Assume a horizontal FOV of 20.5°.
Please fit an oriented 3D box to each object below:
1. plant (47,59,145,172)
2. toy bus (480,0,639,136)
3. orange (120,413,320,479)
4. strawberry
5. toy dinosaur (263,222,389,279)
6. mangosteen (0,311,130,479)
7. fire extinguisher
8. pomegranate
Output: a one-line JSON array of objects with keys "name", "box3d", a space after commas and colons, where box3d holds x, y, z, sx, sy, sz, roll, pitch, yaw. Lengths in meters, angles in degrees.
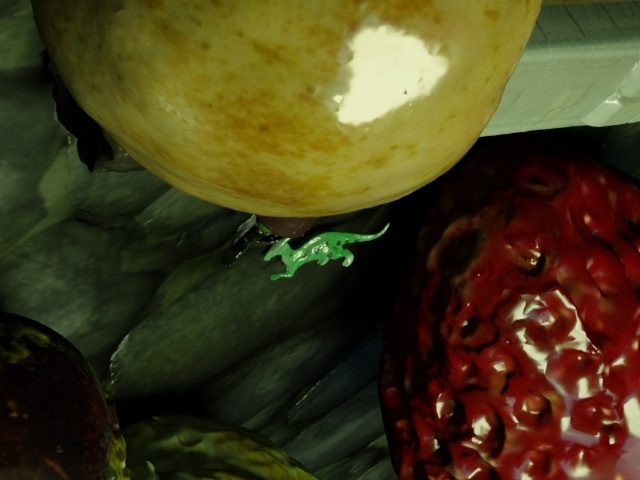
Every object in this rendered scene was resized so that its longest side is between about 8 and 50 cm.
[{"name": "plant", "box3d": [-0.052, -0.082, 0.833, 0.143, 0.092, 0.094, -15, 145, -29]}, {"name": "toy bus", "box3d": [0.127, -0.117, 0.997, 0.268, 0.106, 0.092, -10, 149, -49]}, {"name": "orange", "box3d": [-0.097, 0.238, 1.273, 0.271, 0.210, 0.368, -11, 158, 3]}, {"name": "strawberry", "box3d": [0.154, 0.077, 1.266, 0.345, 0.295, 0.317, 51, 55, -46]}, {"name": "toy dinosaur", "box3d": [0.000, 0.000, 1.183, 0.083, 0.021, 0.062, -37, 147, 9]}, {"name": "mangosteen", "box3d": [-0.210, 0.136, 0.957, 0.217, 0.192, 0.192, -6, 154, -8]}, {"name": "fire extinguisher", "box3d": [0.004, -0.048, 1.055, 0.157, 0.045, 0.078, -47, 179, 26]}, {"name": "pomegranate", "box3d": [-0.011, -0.110, 0.663, 0.207, 0.207, 0.207, -30, 159, -13]}]
